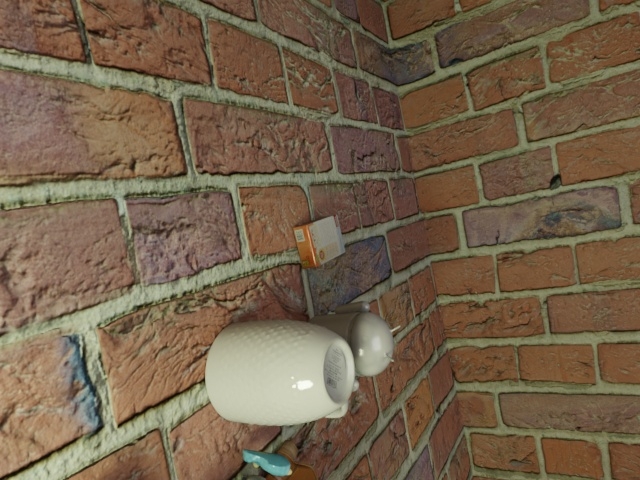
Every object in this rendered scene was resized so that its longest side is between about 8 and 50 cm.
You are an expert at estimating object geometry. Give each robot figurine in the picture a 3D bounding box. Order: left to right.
[{"bbox_3d":[0.083,0.332,1.472,0.200,0.353,0.300,44,47,-44],"label":"robot figurine"}]

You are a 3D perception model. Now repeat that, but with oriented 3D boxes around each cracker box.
[{"bbox_3d":[0.000,0.000,1.709,0.232,0.067,0.156,-22,101,-57],"label":"cracker box"}]

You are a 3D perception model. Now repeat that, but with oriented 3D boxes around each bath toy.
[{"bbox_3d":[-0.176,0.726,1.163,0.129,0.151,0.348,17,68,-18],"label":"bath toy"}]

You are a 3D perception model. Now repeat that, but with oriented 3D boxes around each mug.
[{"bbox_3d":[-0.067,0.377,1.243,0.374,0.328,0.276,55,39,-34],"label":"mug"}]

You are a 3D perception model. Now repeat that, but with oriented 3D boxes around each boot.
[{"bbox_3d":[-0.091,0.715,1.356,0.197,0.073,0.152,57,35,-12],"label":"boot"}]
